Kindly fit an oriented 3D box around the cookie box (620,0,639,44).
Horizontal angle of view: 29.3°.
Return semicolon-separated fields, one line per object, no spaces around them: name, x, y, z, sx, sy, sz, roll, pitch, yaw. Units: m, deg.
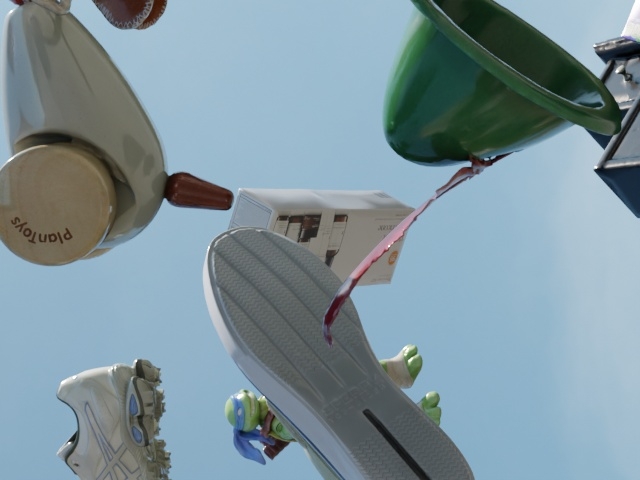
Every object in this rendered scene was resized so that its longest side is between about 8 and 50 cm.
cookie box;0.244;-0.162;0.749;0.040;0.092;0.107;13;-78;-30

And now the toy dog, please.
toy dog;-0.147;-0.130;0.864;0.220;0.161;0.333;-97;5;-63

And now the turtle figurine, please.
turtle figurine;0.022;0.167;1.574;0.266;0.198;0.274;3;-82;-22

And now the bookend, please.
bookend;0.255;-0.088;0.954;0.072;0.157;0.156;43;-110;-22

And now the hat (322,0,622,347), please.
hat;0.069;-0.059;0.805;0.208;0.183;0.173;3;-141;-51

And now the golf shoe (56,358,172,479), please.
golf shoe;-0.162;0.176;0.969;0.069;0.086;0.176;-93;-1;-71

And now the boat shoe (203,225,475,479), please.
boat shoe;0.000;0.120;0.946;0.109;0.094;0.302;-22;-119;-28

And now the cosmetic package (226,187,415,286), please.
cosmetic package;0.000;0.000;1.320;0.239;0.060;0.098;-3;-62;-50
